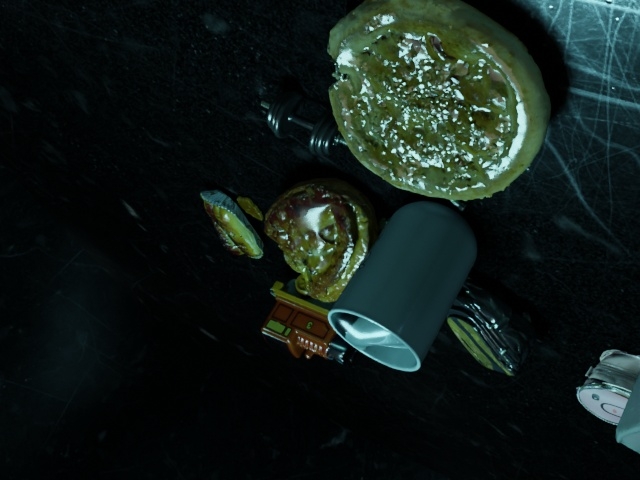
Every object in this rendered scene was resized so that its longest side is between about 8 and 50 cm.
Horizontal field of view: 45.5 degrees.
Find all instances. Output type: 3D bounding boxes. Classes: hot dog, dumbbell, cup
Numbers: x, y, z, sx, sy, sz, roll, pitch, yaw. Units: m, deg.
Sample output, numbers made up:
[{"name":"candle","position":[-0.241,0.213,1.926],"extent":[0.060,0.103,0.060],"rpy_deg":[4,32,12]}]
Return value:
[{"name":"hot dog","position":[-0.250,-0.039,2.142],"extent":[0.163,0.082,0.270],"rpy_deg":[29,159,39]},{"name":"dumbbell","position":[-0.026,-0.226,1.470],"extent":[0.209,0.099,0.099],"rpy_deg":[27,156,16]},{"name":"hot dog","position":[0.000,0.000,1.780],"extent":[0.267,0.174,0.387],"rpy_deg":[50,157,4]},{"name":"cup","position":[0.176,0.082,1.543],"extent":[0.206,0.312,0.205],"rpy_deg":[27,156,13]}]

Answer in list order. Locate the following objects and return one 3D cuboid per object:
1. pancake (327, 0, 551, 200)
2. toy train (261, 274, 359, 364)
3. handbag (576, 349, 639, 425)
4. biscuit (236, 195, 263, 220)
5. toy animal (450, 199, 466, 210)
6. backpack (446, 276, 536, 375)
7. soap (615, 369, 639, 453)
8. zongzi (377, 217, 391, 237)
[{"name":"pancake","position":[0.162,-0.214,1.194],"extent":[0.382,0.071,0.382],"rpy_deg":[25,140,23]},{"name":"toy train","position":[-0.014,0.234,2.203],"extent":[0.369,0.231,0.163],"rpy_deg":[20,155,27]},{"name":"handbag","position":[0.669,0.325,1.635],"extent":[0.205,0.116,0.179],"rpy_deg":[19,152,32]},{"name":"biscuit","position":[-0.188,-0.088,2.061],"extent":[0.092,0.016,0.082],"rpy_deg":[39,157,-13]},{"name":"toy animal","position":[0.205,-0.153,1.354],"extent":[0.176,0.073,0.217],"rpy_deg":[32,163,18]},{"name":"backpack","position":[0.366,0.175,1.735],"extent":[0.258,0.133,0.206],"rpy_deg":[45,164,-11]},{"name":"soap","position":[0.611,0.193,1.221],"extent":[0.107,0.296,0.285],"rpy_deg":[30,159,8]},{"name":"zongzi","position":[0.186,-0.009,1.718],"extent":[0.131,0.062,0.154],"rpy_deg":[13,141,-4]}]
